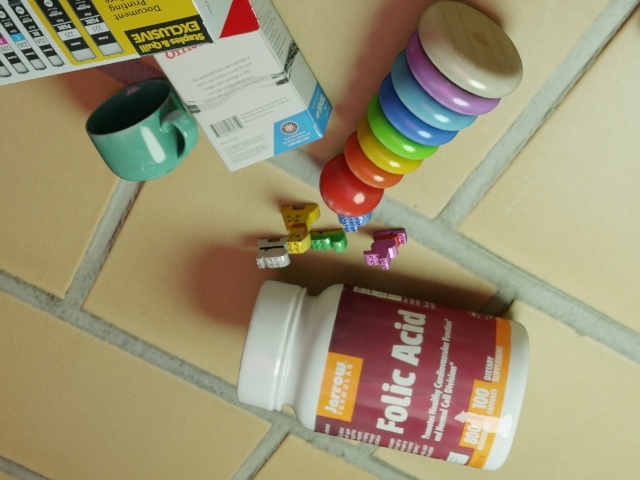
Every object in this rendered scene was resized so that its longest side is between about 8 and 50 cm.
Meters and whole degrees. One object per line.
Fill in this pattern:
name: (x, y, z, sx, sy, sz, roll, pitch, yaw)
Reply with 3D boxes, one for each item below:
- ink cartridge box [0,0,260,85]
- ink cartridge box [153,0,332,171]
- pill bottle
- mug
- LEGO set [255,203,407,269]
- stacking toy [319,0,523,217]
ink cartridge box: (-0.259, -0.280, 1.055, 0.309, 0.130, 0.272, -6, 136, 23)
ink cartridge box: (-0.099, -0.209, 1.231, 0.148, 0.086, 0.203, -17, 121, 25)
pill bottle: (0.089, 0.187, 1.407, 0.392, 0.224, 0.224, 12, 129, 4)
mug: (-0.231, -0.134, 1.278, 0.129, 0.158, 0.097, -29, 125, -5)
LEGO set: (0.000, 0.000, 1.365, 0.227, 0.093, 0.087, -4, 126, 17)
stacking toy: (0.105, -0.139, 1.215, 0.141, 0.141, 0.330, 30, 132, -11)
